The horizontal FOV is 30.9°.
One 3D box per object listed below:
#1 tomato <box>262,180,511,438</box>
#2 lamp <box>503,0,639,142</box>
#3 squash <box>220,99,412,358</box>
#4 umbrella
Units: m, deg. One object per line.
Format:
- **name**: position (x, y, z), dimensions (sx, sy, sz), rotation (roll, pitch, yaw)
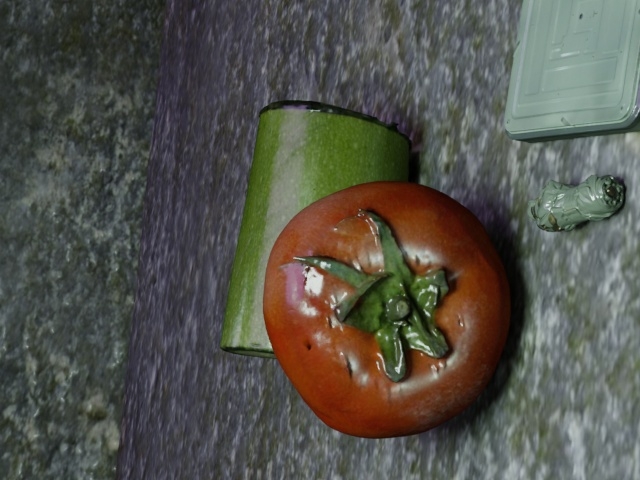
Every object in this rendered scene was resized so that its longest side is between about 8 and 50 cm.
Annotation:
- **tomato**: position (0.076, 0.090, 1.543), dimensions (0.273, 0.341, 0.341), rotation (176, 104, -78)
- **lamp**: position (0.338, -0.262, 1.459), dimensions (0.266, 0.047, 0.269), rotation (2, 81, 63)
- **squash**: position (0.000, 0.000, 1.803), dimensions (0.263, 0.263, 0.384), rotation (-7, 73, 63)
- **umbrella**: position (0.307, -0.045, 1.420), dimensions (0.143, 0.062, 0.067), rotation (-12, 89, 57)
